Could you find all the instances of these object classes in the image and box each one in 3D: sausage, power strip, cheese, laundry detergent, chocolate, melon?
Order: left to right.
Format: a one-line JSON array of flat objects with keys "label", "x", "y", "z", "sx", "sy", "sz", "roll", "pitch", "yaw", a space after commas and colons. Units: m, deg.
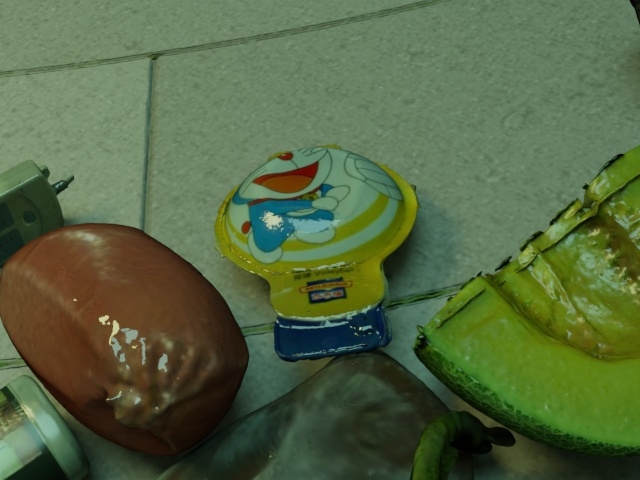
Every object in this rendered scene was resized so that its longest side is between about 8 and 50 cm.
[{"label": "laundry detergent", "x": -0.282, "y": 0.191, "z": 0.756, "sx": 0.225, "sy": 0.070, "sz": 0.099, "roll": -33, "pitch": 59, "yaw": -19}, {"label": "power strip", "x": -0.311, "y": 0.002, "z": 0.929, "sx": 0.226, "sy": 0.080, "sz": 0.029, "roll": -33, "pitch": 53, "yaw": -20}, {"label": "sausage", "x": -0.147, "y": 0.067, "z": 0.789, "sx": 0.148, "sy": 0.148, "sz": 0.254, "roll": -35, "pitch": 43, "yaw": -22}, {"label": "chocolate", "x": -0.016, "y": 0.166, "z": 0.725, "sx": 0.254, "sy": 0.080, "sz": 0.157, "roll": -32, "pitch": 50, "yaw": -19}, {"label": "cheese", "x": 0.000, "y": 0.000, "z": 0.873, "sx": 0.176, "sy": 0.069, "sz": 0.270, "roll": -8, "pitch": 40, "yaw": 0}, {"label": "melon", "x": 0.195, "y": 0.071, "z": 0.761, "sx": 0.265, "sy": 0.129, "sz": 0.169, "roll": -35, "pitch": 73, "yaw": -26}]

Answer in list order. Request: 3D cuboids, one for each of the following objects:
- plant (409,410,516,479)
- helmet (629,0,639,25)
[{"label": "plant", "x": 0.041, "y": 0.217, "z": 0.559, "sx": 0.180, "sy": 0.251, "sz": 0.333, "roll": -40, "pitch": 38, "yaw": 12}, {"label": "helmet", "x": 0.385, "y": -0.225, "z": 0.947, "sx": 0.215, "sy": 0.189, "sz": 0.193, "roll": 3, "pitch": 57, "yaw": 7}]
